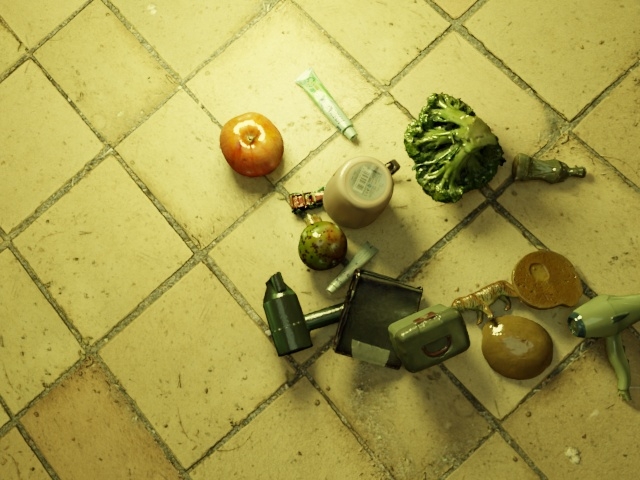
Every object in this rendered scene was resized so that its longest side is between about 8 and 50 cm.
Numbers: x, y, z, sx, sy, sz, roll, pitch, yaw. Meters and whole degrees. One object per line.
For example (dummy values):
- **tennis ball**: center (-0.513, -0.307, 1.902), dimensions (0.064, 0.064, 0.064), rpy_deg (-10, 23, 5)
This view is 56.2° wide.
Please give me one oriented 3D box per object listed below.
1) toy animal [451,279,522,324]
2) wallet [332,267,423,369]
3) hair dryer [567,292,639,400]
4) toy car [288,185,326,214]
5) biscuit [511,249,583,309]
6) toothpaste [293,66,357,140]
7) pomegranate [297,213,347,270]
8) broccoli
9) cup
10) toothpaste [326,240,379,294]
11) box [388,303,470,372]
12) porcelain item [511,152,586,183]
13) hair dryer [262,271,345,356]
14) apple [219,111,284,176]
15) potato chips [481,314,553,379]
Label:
- **toy animal**: center (0.505, 0.178, 1.784), dimensions (0.241, 0.057, 0.099), rpy_deg (-27, 77, 2)
- **wallet**: center (0.170, 0.234, 1.789), dimensions (0.221, 0.071, 0.262), rpy_deg (17, 85, -14)
- **hair dryer**: center (0.895, 0.258, 1.714), dimensions (0.296, 0.119, 0.298), rpy_deg (-36, 93, -4)
- **toy car**: center (-0.029, -0.131, 1.909), dimensions (0.143, 0.054, 0.073), rpy_deg (-11, 76, 5)
- **biscuit**: center (0.656, 0.120, 1.760), dimensions (0.208, 0.049, 0.180), rpy_deg (-8, 69, -9)
- **toothpaste**: center (0.023, -0.445, 1.967), dimensions (0.075, 0.048, 0.296), rpy_deg (-37, 74, 3)
- **pomegranate**: center (0.000, 0.000, 1.839), dimensions (0.159, 0.159, 0.205), rpy_deg (-24, 50, 3)
- **broccoli**: center (0.394, -0.276, 1.770), dimensions (0.321, 0.283, 0.304), rpy_deg (45, 77, -6)
- **cup**: center (0.141, -0.165, 1.805), dimensions (0.253, 0.200, 0.191), rpy_deg (-35, 86, -13)
- **toothpaste**: center (0.097, 0.086, 1.838), dimensions (0.052, 0.033, 0.218), rpy_deg (40, 66, 13)
- **box**: center (0.310, 0.278, 1.726), dimensions (0.210, 0.129, 0.147), rpy_deg (-22, 101, -9)
- **porcelain item**: center (0.700, -0.211, 1.830), dimensions (0.216, 0.069, 0.081), rpy_deg (7, 76, 4)
- **hair dryer**: center (-0.020, 0.196, 1.836), dimensions (0.303, 0.116, 0.244), rpy_deg (-16, 78, -7)
- **apple**: center (-0.218, -0.308, 1.910), dimensions (0.210, 0.164, 0.209), rpy_deg (-1, 80, 4)
- **potato chips**: center (0.574, 0.308, 1.750), dimensions (0.195, 0.062, 0.208), rpy_deg (-41, 80, 1)
